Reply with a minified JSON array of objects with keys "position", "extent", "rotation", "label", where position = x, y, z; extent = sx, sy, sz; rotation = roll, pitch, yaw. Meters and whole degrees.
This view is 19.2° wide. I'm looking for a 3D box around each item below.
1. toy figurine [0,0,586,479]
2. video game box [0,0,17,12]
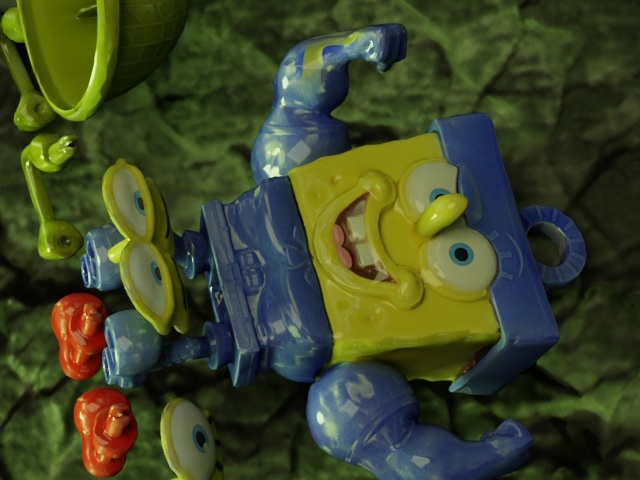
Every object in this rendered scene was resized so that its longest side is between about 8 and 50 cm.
[{"position":[0.000,0.000,0.813],"extent":[0.217,0.191,0.363],"rotation":[-8,65,-16],"label":"toy figurine"},{"position":[-0.161,-0.206,0.931],"extent":[0.205,0.048,0.187],"rotation":[-10,77,14],"label":"video game box"}]
